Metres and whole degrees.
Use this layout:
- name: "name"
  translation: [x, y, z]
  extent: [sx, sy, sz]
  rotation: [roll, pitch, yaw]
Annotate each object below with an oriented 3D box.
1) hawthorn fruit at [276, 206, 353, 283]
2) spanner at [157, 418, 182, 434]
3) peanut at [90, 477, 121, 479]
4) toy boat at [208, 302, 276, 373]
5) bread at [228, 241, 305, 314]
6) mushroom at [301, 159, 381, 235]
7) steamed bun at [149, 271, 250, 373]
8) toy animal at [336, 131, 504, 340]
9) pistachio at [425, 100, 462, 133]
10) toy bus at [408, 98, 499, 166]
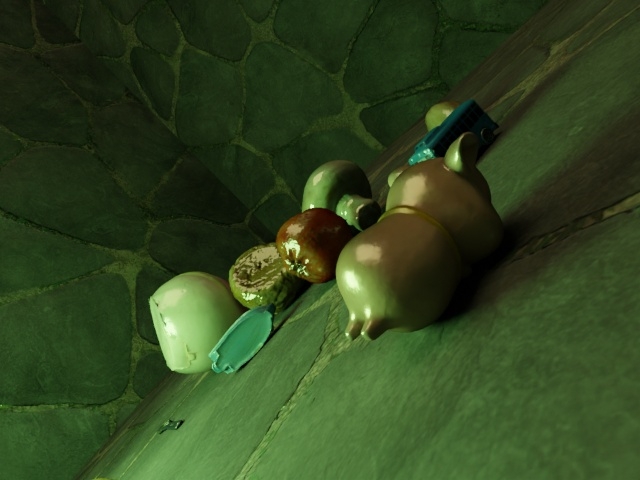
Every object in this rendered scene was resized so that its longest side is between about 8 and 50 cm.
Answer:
- name: "hawthorn fruit"
  translation: [0.000, 0.000, 1.144]
  extent: [0.200, 0.179, 0.179]
  rotation: [-46, 6, -26]
- name: "spanner"
  translation: [-0.401, 0.495, 1.279]
  extent: [0.046, 0.012, 0.208]
  rotation: [-49, 8, -34]
- name: "peanut"
  translation: [-0.428, 0.510, 0.826]
  extent: [0.129, 0.129, 0.224]
  rotation: [-38, 9, 47]
- name: "toy boat"
  translation: [-0.189, 0.241, 1.210]
  extent: [0.215, 0.088, 0.102]
  rotation: [-48, 3, -14]
- name: "bread"
  translation: [-0.146, 0.110, 1.369]
  extent: [0.229, 0.123, 0.230]
  rotation: [-12, 41, 11]
- name: "mushroom"
  translation: [0.073, -0.097, 1.343]
  extent: [0.243, 0.243, 0.243]
  rotation: [-44, 6, 6]
- name: "steamed bun"
  translation: [-0.333, 0.231, 1.426]
  extent: [0.309, 0.309, 0.309]
  rotation: [-44, 6, 6]
- name: "toy animal"
  translation: [0.108, 0.012, 0.555]
  extent: [0.165, 0.149, 0.248]
  rotation: [-6, 48, 56]
- name: "pistachio"
  translation: [0.361, -0.336, 1.361]
  extent: [0.185, 0.108, 0.126]
  rotation: [-144, 76, -77]
- name: "toy bus"
  translation: [0.270, -0.195, 0.992]
  extent: [0.185, 0.106, 0.090]
  rotation: [-47, 9, -22]
